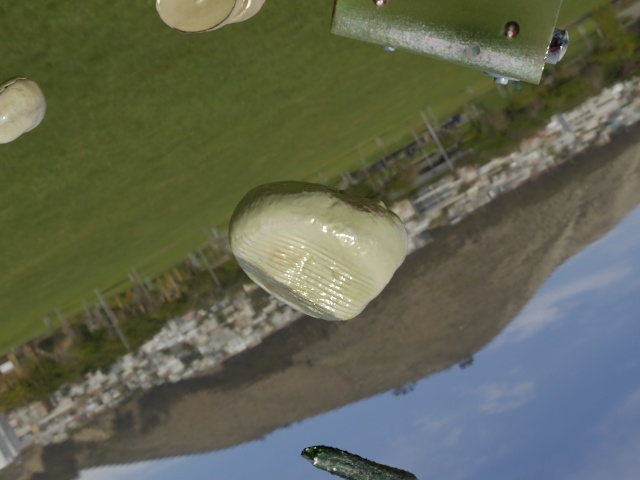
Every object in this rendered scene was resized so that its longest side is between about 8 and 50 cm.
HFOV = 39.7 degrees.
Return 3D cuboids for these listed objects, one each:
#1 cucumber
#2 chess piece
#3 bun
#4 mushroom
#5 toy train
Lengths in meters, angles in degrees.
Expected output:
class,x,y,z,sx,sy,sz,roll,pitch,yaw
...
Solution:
class,x,y,z,sx,sy,sz,roll,pitch,yaw
cucumber,0.075,0.360,1.373,0.044,0.257,0.043,-54,-147,13
chess piece,-0.183,-0.456,1.677,0.139,0.124,0.307,-44,-178,20
bun,0.000,0.000,1.785,0.361,0.361,0.213,-27,-147,41
mushroom,-0.594,-0.252,1.677,0.154,0.122,0.154,-44,-171,9
toy train,0.164,-0.279,1.126,0.300,0.131,0.202,16,-164,11
